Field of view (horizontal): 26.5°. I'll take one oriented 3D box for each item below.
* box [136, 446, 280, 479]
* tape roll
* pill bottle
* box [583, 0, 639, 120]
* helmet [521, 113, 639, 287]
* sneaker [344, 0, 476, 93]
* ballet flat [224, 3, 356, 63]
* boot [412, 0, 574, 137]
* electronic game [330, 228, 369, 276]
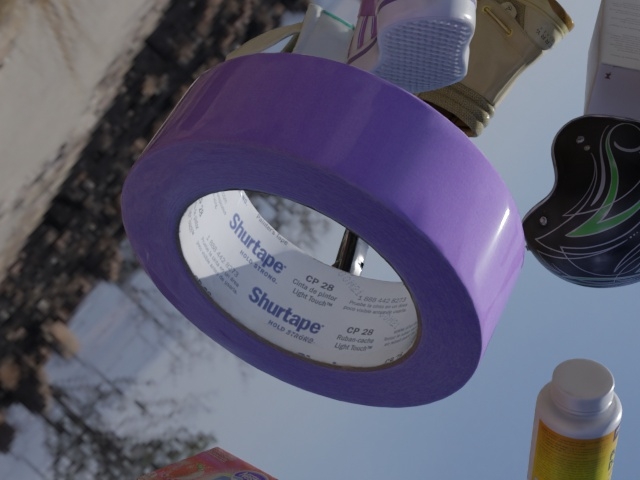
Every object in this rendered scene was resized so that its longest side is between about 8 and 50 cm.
[{"bbox_3d":[-0.115,0.401,1.827,0.142,0.154,0.300,-20,-164,-28],"label":"box"},{"bbox_3d":[0.000,0.000,0.959,0.090,0.275,0.275,-60,-172,-33],"label":"tape roll"},{"bbox_3d":[0.354,0.271,1.892,0.117,0.117,0.215,-48,147,-44],"label":"pill bottle"},{"bbox_3d":[0.377,-0.201,1.568,0.170,0.130,0.091,-72,172,-49],"label":"box"},{"bbox_3d":[0.293,-0.031,1.382,0.169,0.169,0.161,136,-31,-72],"label":"helmet"},{"bbox_3d":[0.075,-0.219,1.143,0.102,0.161,0.282,-4,171,-9],"label":"sneaker"},{"bbox_3d":[-0.109,-0.196,1.903,0.400,0.139,0.139,-35,-174,27],"label":"ballet flat"},{"bbox_3d":[0.174,-0.241,1.725,0.203,0.095,0.262,-52,-139,-3],"label":"boot"},{"bbox_3d":[0.021,0.069,1.842,0.229,0.048,0.229,-164,-90,-89],"label":"electronic game"}]
